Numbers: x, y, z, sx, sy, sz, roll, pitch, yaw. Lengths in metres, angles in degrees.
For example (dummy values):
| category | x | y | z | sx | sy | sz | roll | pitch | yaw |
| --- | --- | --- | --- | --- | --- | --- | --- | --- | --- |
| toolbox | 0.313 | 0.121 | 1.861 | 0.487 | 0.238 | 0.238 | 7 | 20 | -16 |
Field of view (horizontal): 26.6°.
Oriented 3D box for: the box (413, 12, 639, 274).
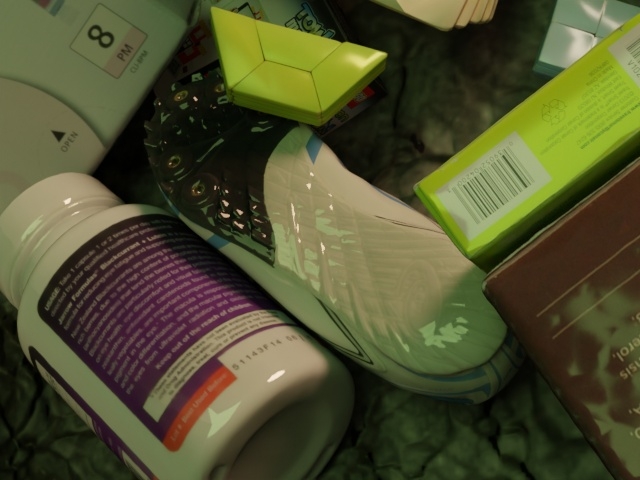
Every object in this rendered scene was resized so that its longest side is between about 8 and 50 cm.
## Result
| category | x | y | z | sx | sy | sz | roll | pitch | yaw |
| --- | --- | --- | --- | --- | --- | --- | --- | --- | --- |
| box | 0.116 | -0.019 | 0.566 | 0.109 | 0.178 | 0.042 | -38 | 67 | 10 |

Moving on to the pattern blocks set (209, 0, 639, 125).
| category | x | y | z | sx | sy | sz | roll | pitch | yaw |
| --- | --- | --- | --- | --- | --- | --- | --- | --- | --- |
| pattern blocks set | 0.017 | -0.193 | 0.678 | 0.325 | 0.026 | 0.285 | 9 | 73 | 1 |

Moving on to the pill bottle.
| category | x | y | z | sx | sy | sz | roll | pitch | yaw |
| --- | --- | --- | --- | --- | --- | --- | --- | --- | --- |
| pill bottle | -0.083 | 0.049 | 0.681 | 0.193 | 0.108 | 0.108 | 40 | 93 | 31 |

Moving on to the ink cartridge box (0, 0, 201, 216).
| category | x | y | z | sx | sy | sz | roll | pitch | yaw |
| --- | --- | --- | --- | --- | --- | --- | --- | --- | --- |
| ink cartridge box | -0.210 | -0.114 | 0.724 | 0.189 | 0.232 | 0.066 | -51 | 19 | 24 |

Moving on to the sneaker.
| category | x | y | z | sx | sy | sz | roll | pitch | yaw |
| --- | --- | --- | --- | --- | --- | --- | --- | --- | --- |
| sneaker | 0.000 | 0.000 | 0.664 | 0.085 | 0.086 | 0.237 | -44 | 62 | -13 |

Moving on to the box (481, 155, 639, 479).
| category | x | y | z | sx | sy | sz | roll | pitch | yaw |
| --- | --- | --- | --- | --- | --- | --- | --- | --- | --- |
| box | 0.199 | 0.061 | 0.500 | 0.167 | 0.168 | 0.203 | -38 | 60 | 10 |

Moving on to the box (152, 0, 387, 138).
| category | x | y | z | sx | sy | sz | roll | pitch | yaw |
| --- | --- | --- | --- | --- | --- | --- | --- | --- | --- |
| box | -0.055 | -0.136 | 0.773 | 0.114 | 0.036 | 0.207 | -32 | 61 | 13 |
